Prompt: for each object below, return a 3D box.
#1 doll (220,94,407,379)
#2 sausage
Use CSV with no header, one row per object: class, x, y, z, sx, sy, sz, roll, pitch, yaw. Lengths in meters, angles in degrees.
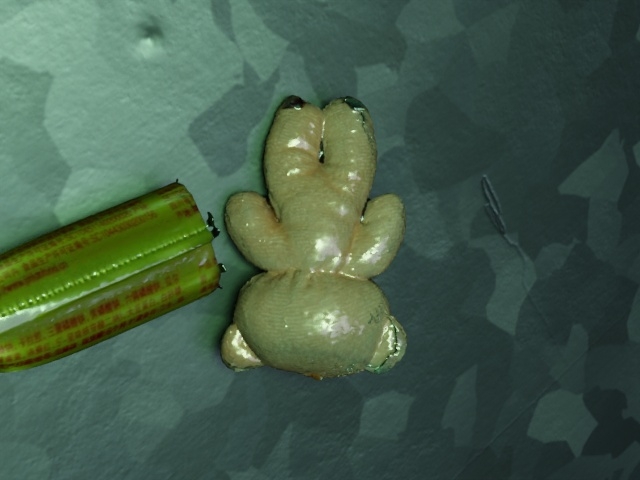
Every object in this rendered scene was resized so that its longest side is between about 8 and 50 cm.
doll,0.000,0.000,1.126,0.201,0.156,0.303,3,80,7
sausage,-0.243,0.054,0.967,0.317,0.125,0.117,-26,114,-25
